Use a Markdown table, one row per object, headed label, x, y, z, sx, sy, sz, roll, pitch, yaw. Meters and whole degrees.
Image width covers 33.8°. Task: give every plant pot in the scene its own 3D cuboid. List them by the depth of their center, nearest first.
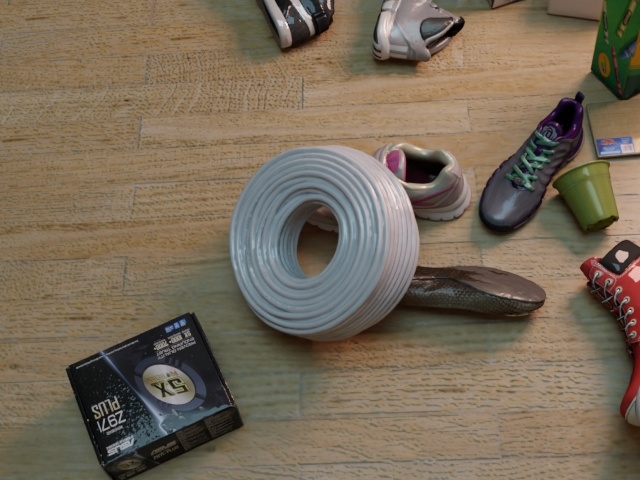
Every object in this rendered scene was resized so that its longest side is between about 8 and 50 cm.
| label | x | y | z | sx | sy | sz | roll | pitch | yaw |
| --- | --- | --- | --- | --- | --- | --- | --- | --- | --- |
| plant pot | 0.370 | -0.056 | 1.441 | 0.083 | 0.083 | 0.079 | -16 | 70 | -4 |

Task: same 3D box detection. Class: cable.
| label | x | y | z | sx | sy | sz | roll | pitch | yaw |
| --- | --- | --- | --- | --- | --- | --- | --- | --- | --- |
| cable | 0.000 | 0.000 | 1.368 | 0.257 | 0.089 | 0.257 | -18 | 72 | 30 |

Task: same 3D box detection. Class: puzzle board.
| label | x | y | z | sx | sy | sz | roll | pitch | yaw |
| --- | --- | --- | --- | --- | --- | --- | --- | --- | --- |
| puzzle board | 0.458 | -0.164 | 1.531 | 0.128 | 0.011 | 0.096 | -5 | 60 | 3 |

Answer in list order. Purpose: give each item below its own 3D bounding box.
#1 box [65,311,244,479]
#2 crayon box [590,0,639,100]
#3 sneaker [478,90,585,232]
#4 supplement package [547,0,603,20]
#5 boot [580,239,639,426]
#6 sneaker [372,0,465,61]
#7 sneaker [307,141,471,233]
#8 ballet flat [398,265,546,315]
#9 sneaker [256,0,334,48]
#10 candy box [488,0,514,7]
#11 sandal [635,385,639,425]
| label | x | y | z | sx | sy | sz | roll | pitch | yaw |
| --- | --- | --- | --- | --- | --- | --- | --- | --- | --- |
| box | -0.211 | 0.199 | 1.338 | 0.180 | 0.078 | 0.147 | -23 | 60 | -9 |
| crayon box | 0.484 | -0.343 | 1.480 | 0.165 | 0.278 | 0.081 | -30 | 60 | -12 |
| sneaker | 0.293 | -0.114 | 1.466 | 0.083 | 0.098 | 0.224 | 30 | 66 | 21 |
| supplement package | 0.425 | -0.447 | 1.649 | 0.105 | 0.105 | 0.179 | 10 | 61 | 11 |
| boot | 0.388 | 0.109 | 1.333 | 0.176 | 0.088 | 0.244 | 27 | 57 | 20 |
| sneaker | 0.166 | -0.372 | 1.652 | 0.132 | 0.086 | 0.229 | 13 | 71 | 7 |
| sneaker | 0.083 | -0.085 | 1.460 | 0.252 | 0.111 | 0.103 | -8 | 59 | 1 |
| ballet flat | 0.171 | 0.070 | 1.397 | 0.249 | 0.058 | 0.084 | 6 | 23 | 3 |
| sneaker | -0.044 | -0.411 | 1.696 | 0.121 | 0.079 | 0.217 | -19 | 67 | -10 |
| candy box | 0.272 | -0.493 | 1.638 | 0.070 | 0.196 | 0.165 | -18 | 59 | -6 |
| sandal | 0.517 | 0.099 | 1.232 | 0.416 | 0.102 | 0.169 | -40 | 43 | -14 |
